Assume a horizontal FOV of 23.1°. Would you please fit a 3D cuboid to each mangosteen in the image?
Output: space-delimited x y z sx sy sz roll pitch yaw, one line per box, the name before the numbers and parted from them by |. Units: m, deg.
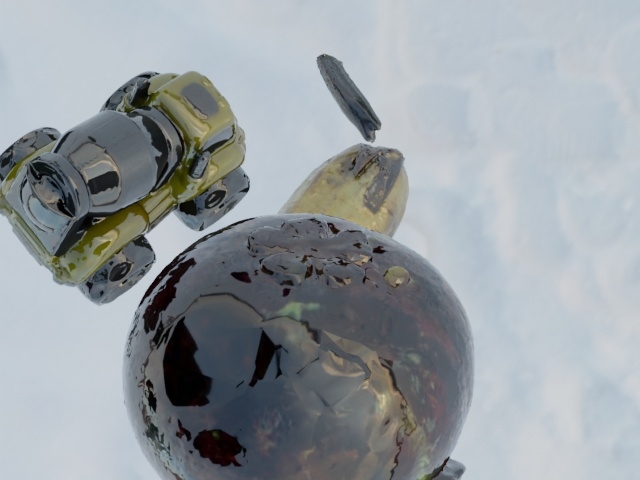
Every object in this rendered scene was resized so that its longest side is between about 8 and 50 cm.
mangosteen | -0.010 0.124 1.038 0.231 0.231 0.289 5 115 25

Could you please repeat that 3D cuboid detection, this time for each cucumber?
cucumber | 0.032 -0.172 1.869 0.033 0.034 0.135 -56 47 33

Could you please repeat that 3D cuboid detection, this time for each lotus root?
lotus root | 0.000 0.000 1.596 0.110 0.258 0.097 32 152 19

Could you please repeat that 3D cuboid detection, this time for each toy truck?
toy truck | -0.155 -0.064 1.292 0.147 0.224 0.165 51 152 7
